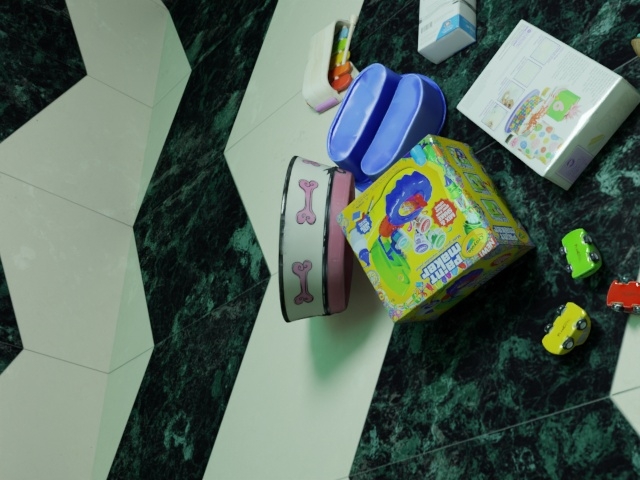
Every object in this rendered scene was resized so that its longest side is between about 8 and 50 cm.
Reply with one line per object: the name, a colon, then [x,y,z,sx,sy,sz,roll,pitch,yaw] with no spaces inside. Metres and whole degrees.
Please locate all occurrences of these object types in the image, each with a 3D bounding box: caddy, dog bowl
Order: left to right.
dog bowl: [0.000,0.000,1.940,0.408,0.151,0.407,3,-90,-85]
caddy: [0.173,-0.282,2.038,0.241,0.179,0.341,26,90,34]

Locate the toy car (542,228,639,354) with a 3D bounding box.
toy car: [0.500,0.079,1.458,0.239,0.053,0.224,-36,42,35]

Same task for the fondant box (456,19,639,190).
fondant box: [0.469,-0.292,1.680,0.238,0.096,0.330,-54,39,16]

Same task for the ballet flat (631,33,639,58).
ballet flat: [0.695,-0.308,1.414,0.342,0.116,0.124,16,100,52]

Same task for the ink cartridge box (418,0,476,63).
ink cartridge box: [0.333,-0.583,2.094,0.140,0.082,0.190,-24,50,44]

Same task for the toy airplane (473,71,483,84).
toy airplane: [0.404,-0.351,1.893,0.151,0.028,0.151,-33,46,41]

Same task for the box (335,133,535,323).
box: [0.237,-0.019,1.687,0.290,0.177,0.279,-42,64,29]

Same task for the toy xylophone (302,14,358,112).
toy xylophone: [0.040,-0.564,2.486,0.236,0.081,0.322,-10,61,51]
